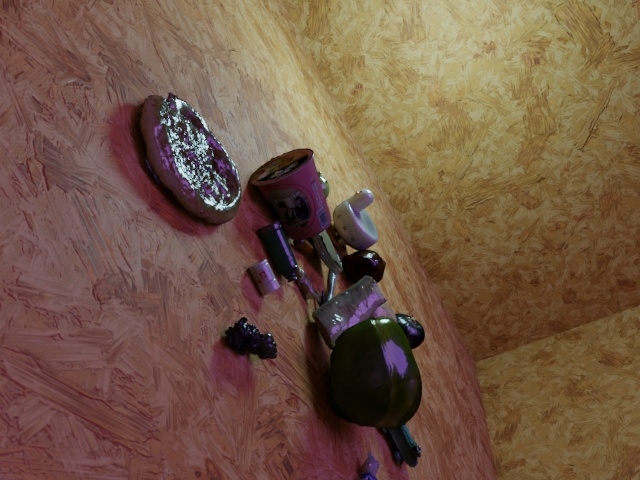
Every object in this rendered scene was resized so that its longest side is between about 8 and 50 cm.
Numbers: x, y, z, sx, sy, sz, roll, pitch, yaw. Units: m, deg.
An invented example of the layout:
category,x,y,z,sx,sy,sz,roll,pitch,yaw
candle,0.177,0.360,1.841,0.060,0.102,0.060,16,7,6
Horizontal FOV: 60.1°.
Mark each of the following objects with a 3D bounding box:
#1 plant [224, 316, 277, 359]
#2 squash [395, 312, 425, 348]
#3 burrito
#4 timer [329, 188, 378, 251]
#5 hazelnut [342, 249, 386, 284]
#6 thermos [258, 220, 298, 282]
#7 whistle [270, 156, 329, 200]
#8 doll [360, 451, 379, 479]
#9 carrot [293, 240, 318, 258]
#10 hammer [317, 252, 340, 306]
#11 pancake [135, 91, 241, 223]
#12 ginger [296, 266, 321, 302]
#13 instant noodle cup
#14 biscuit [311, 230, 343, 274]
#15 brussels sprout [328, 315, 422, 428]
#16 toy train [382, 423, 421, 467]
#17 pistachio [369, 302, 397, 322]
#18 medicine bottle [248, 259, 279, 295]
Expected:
category,x,y,z,sx,sy,sz,roll,pitch,yaw
plant,-0.163,0.240,1.330,0.174,0.087,0.085,37,62,-46
squash,0.372,0.406,2.464,0.193,0.156,0.193,31,-9,5
burrito,0.083,0.231,1.804,0.299,0.143,0.105,-34,133,-36
timer,0.168,-0.082,2.379,0.233,0.240,0.234,46,22,-25
hazelnut,0.185,0.107,2.306,0.202,0.170,0.161,58,22,-59
thermos,-0.126,0.040,1.706,0.073,0.083,0.188,-23,90,-50
whistle,-0.063,-0.238,2.119,0.294,0.141,0.141,50,23,-38
doll,0.143,0.724,1.594,0.114,0.057,0.228,47,34,-30
carrot,-0.044,0.030,1.975,0.191,0.047,0.047,39,32,-59
hammer,0.046,0.166,2.064,0.152,0.044,0.427,58,18,-19
pancake,-0.335,-0.218,1.438,0.382,0.071,0.382,54,21,-32
ginger,-0.047,0.150,1.820,0.057,0.044,0.137,-30,89,-43
instant noodle cup,-0.083,-0.145,1.851,0.244,0.243,0.255,-82,152,-59
biscuit,0.000,0.000,2.074,0.150,0.052,0.252,50,13,-49
brussels sprout,0.154,0.407,1.658,0.371,0.275,0.315,89,-11,-66
toy train,0.278,0.679,1.980,0.159,0.101,0.248,-84,148,-81
pistachio,0.196,0.325,2.005,0.214,0.193,0.318,38,-9,41
medicine bottle,-0.157,0.103,1.543,0.089,0.057,0.057,63,18,-6
